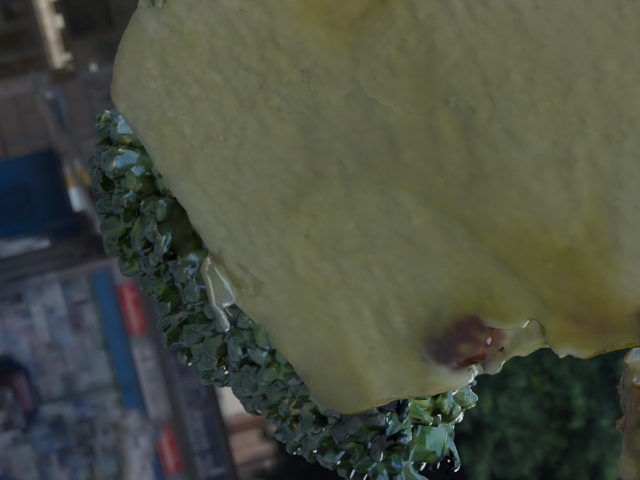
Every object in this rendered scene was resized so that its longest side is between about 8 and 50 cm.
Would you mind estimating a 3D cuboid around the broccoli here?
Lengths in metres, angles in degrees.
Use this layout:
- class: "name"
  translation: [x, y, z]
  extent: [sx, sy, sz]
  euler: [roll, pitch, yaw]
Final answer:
- class: "broccoli"
  translation: [-0.016, 0.020, 1.255]
  extent: [0.334, 0.324, 0.272]
  euler: [39, -69, 32]

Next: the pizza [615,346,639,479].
- class: "pizza"
  translation: [0.356, 0.263, 1.396]
  extent: [0.406, 0.440, 0.130]
  euler: [46, 22, 12]

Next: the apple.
- class: "apple"
  translation: [0.099, -0.059, 0.766]
  extent: [0.309, 0.314, 0.252]
  euler: [-27, -123, 42]
